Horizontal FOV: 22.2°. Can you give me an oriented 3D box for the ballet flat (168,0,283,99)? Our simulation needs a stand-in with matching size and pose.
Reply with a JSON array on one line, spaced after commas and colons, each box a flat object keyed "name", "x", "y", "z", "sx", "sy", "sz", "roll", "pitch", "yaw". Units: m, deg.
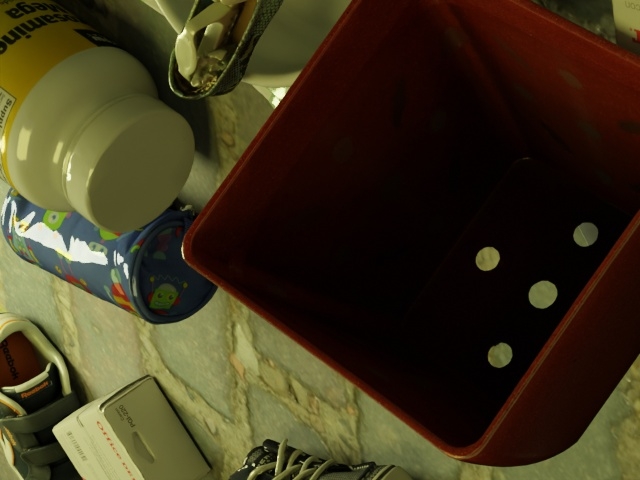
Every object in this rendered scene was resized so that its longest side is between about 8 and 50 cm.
[{"name": "ballet flat", "x": -0.069, "y": -0.175, "z": 1.209, "sx": 0.070, "sy": 0.070, "sz": 0.188, "roll": 43, "pitch": 134, "yaw": 23}]

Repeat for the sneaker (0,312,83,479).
[{"name": "sneaker", "x": -0.408, "y": 0.254, "z": 2.359, "sx": 0.321, "sy": 0.126, "sz": 0.127, "roll": 63, "pitch": 156, "yaw": -7}]

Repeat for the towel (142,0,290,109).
[{"name": "towel", "x": -0.095, "y": -0.277, "z": 1.413, "sx": 0.325, "sy": 0.038, "sz": 0.248, "roll": 41, "pitch": 134, "yaw": 25}]

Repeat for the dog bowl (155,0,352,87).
[{"name": "dog bowl", "x": -0.027, "y": -0.258, "z": 1.252, "sx": 0.265, "sy": 0.104, "sz": 0.265, "roll": 21, "pitch": 124, "yaw": 36}]

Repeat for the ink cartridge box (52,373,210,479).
[{"name": "ink cartridge box", "x": -0.258, "y": 0.281, "z": 2.197, "sx": 0.159, "sy": 0.092, "sz": 0.218, "roll": 58, "pitch": 153, "yaw": -2}]

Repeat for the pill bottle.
[{"name": "pill bottle", "x": -0.292, "y": -0.149, "z": 1.729, "sx": 0.334, "sy": 0.188, "sz": 0.188, "roll": 35, "pitch": 144, "yaw": 32}]

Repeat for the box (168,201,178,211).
[{"name": "box", "x": -0.178, "y": -0.014, "z": 1.862, "sx": 0.067, "sy": 0.018, "sz": 0.083, "roll": 1, "pitch": 120, "yaw": 56}]

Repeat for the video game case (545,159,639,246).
[{"name": "video game case", "x": 0.262, "y": -0.018, "z": 1.197, "sx": 0.201, "sy": 0.023, "sz": 0.183, "roll": -14, "pitch": 107, "yaw": 59}]

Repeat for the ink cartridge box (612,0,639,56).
[{"name": "ink cartridge box", "x": 0.256, "y": -0.205, "z": 0.943, "sx": 0.172, "sy": 0.100, "sz": 0.237, "roll": 25, "pitch": 138, "yaw": 45}]

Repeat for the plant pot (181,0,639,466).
[{"name": "plant pot", "x": 0.117, "y": 0.002, "z": 1.125, "sx": 0.267, "sy": 0.267, "sz": 0.236, "roll": 34, "pitch": 177, "yaw": 32}]

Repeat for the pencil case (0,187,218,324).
[{"name": "pencil case", "x": -0.234, "y": -0.002, "z": 1.814, "sx": 0.306, "sy": 0.133, "sz": 0.119, "roll": 20, "pitch": 170, "yaw": 47}]

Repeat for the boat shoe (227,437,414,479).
[{"name": "boat shoe", "x": -0.019, "y": 0.283, "z": 1.801, "sx": 0.158, "sy": 0.127, "sz": 0.340, "roll": 45, "pitch": 150, "yaw": 6}]
